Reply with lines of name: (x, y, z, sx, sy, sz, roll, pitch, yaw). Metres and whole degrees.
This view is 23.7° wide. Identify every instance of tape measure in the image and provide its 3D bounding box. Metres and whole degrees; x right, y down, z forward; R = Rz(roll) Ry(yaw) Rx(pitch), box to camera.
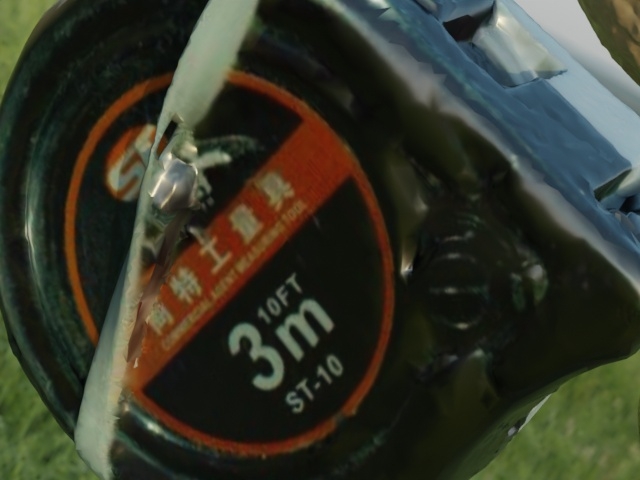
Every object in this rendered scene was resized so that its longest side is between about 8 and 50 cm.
tape measure: (-0.003, -0.003, 0.432, 0.181, 0.182, 0.107, 53, 34, 11)

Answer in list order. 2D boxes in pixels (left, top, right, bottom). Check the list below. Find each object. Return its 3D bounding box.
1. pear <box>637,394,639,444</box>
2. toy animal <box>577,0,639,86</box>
pear: (0.363, 0.165, 1.264, 0.197, 0.197, 0.197, 29, 11, -6)
toy animal: (0.246, -0.186, 0.929, 0.358, 0.188, 0.226, 62, 2, -36)
